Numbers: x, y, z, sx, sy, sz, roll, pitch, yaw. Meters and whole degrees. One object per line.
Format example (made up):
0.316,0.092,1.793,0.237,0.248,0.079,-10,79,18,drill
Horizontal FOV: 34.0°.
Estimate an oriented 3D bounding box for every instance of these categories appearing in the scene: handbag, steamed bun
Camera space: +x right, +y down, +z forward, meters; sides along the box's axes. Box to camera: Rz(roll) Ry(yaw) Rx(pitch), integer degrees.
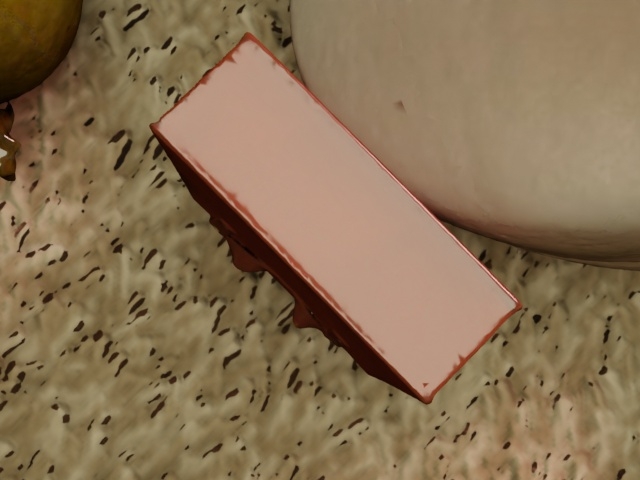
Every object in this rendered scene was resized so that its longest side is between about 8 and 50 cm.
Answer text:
0.000,0.000,0.419,0.127,0.190,0.063,45,85,0,handbag
0.110,-0.074,0.417,0.242,0.146,0.164,7,86,31,steamed bun

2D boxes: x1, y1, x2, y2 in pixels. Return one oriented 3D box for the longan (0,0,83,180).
-0.177,-0.102,0.444,0.155,0.145,0.176,-13,103,38,longan
